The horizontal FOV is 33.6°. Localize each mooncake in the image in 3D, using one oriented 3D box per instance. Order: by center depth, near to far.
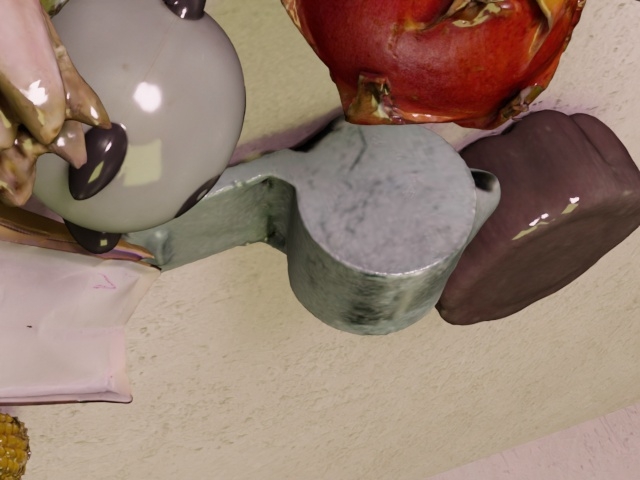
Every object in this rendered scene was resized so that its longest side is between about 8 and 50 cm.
[{"bbox_3d":[0.255,-0.027,1.342,0.306,0.154,0.306,-20,153,-10],"label":"mooncake"}]

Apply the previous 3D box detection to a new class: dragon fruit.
[{"bbox_3d":[0.087,-0.198,0.785,0.250,0.250,0.315,-31,-167,10],"label":"dragon fruit"}]

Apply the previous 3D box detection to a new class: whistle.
[{"bbox_3d":[-0.012,-0.027,1.129,0.404,0.188,0.168,10,153,-1],"label":"whistle"}]

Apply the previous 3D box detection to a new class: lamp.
[{"bbox_3d":[-0.157,-0.093,0.832,0.197,0.198,0.244,-15,169,-21],"label":"lamp"}]

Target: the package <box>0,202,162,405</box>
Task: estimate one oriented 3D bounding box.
[{"bbox_3d":[-0.305,0.023,0.931,0.311,0.221,0.165,12,110,-48],"label":"package"}]

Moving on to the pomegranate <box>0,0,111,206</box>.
[{"bbox_3d":[-0.206,-0.155,0.484,0.284,0.341,0.285,-23,157,-11],"label":"pomegranate"}]

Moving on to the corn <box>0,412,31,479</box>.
[{"bbox_3d":[-0.477,0.256,1.257,0.115,0.115,0.317,-38,151,23],"label":"corn"}]
